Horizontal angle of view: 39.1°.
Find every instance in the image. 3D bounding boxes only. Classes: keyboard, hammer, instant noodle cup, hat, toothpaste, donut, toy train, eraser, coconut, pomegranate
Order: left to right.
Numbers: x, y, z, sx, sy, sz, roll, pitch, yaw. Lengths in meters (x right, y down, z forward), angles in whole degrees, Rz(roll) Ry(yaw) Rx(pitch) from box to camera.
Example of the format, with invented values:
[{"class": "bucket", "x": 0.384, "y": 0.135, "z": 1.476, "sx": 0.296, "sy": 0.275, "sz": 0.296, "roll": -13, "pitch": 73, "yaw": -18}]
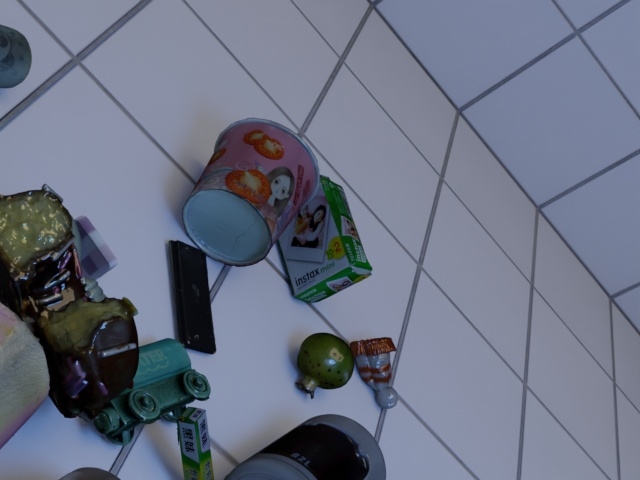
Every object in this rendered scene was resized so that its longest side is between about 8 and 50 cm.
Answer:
[{"class": "coconut", "x": -0.468, "y": 0.174, "z": 1.136, "sx": 0.233, "sy": 0.233, "sz": 0.245, "roll": 49, "pitch": 34, "yaw": -14}, {"class": "hammer", "x": -0.634, "y": -0.400, "z": 1.558, "sx": 0.202, "sy": 0.113, "sz": 0.305, "roll": 5, "pitch": 50, "yaw": -56}, {"class": "donut", "x": -0.368, "y": 0.109, "z": 1.300, "sx": 0.136, "sy": 0.259, "sz": 0.345, "roll": -24, "pitch": 55, "yaw": -25}, {"class": "eraser", "x": -0.398, "y": 0.014, "z": 1.536, "sx": 0.105, "sy": 0.065, "sz": 0.026, "roll": 57, "pitch": 33, "yaw": -5}, {"class": "toy train", "x": -0.291, "y": 0.236, "z": 1.472, "sx": 0.159, "sy": 0.101, "sz": 0.248, "roll": 51, "pitch": 28, "yaw": 15}, {"class": "keyboard", "x": -0.246, "y": 0.106, "z": 1.708, "sx": 0.094, "sy": 0.025, "sz": 0.230, "roll": 25, "pitch": 44, "yaw": -44}, {"class": "toothpaste", "x": -0.199, "y": 0.356, "z": 1.450, "sx": 0.043, "sy": 0.037, "sz": 0.178, "roll": -44, "pitch": 136, "yaw": -58}, {"class": "instant noodle cup", "x": -0.151, "y": -0.090, "z": 1.836, "sx": 0.243, "sy": 0.243, "sz": 0.231, "roll": 47, "pitch": 40, "yaw": -17}, {"class": "pomegranate", "x": 0.006, "y": 0.252, "z": 1.857, "sx": 0.130, "sy": 0.130, "sz": 0.130, "roll": 35, "pitch": 38, "yaw": -33}, {"class": "hat", "x": 0.131, "y": 0.299, "z": 2.030, "sx": 0.112, "sy": 0.093, "sz": 0.162, "roll": -5, "pitch": 85, "yaw": -45}]

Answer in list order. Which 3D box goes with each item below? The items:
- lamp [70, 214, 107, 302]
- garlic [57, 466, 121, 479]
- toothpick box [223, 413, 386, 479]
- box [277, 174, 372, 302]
[{"class": "lamp", "x": -0.422, "y": 0.033, "z": 1.461, "sx": 0.193, "sy": 0.106, "sz": 0.106, "roll": 62, "pitch": 30, "yaw": -11}, {"class": "garlic", "x": -0.291, "y": 0.435, "z": 1.156, "sx": 0.325, "sy": 0.132, "sz": 0.279, "roll": 62, "pitch": 28, "yaw": -76}, {"class": "toothpick box", "x": -0.014, "y": 0.439, "z": 1.581, "sx": 0.229, "sy": 0.229, "sz": 0.316, "roll": 61, "pitch": 30, "yaw": 6}, {"class": "box", "x": 0.000, "y": 0.000, "z": 2.002, "sx": 0.103, "sy": 0.180, "sz": 0.250, "roll": 17, "pitch": 48, "yaw": -52}]
